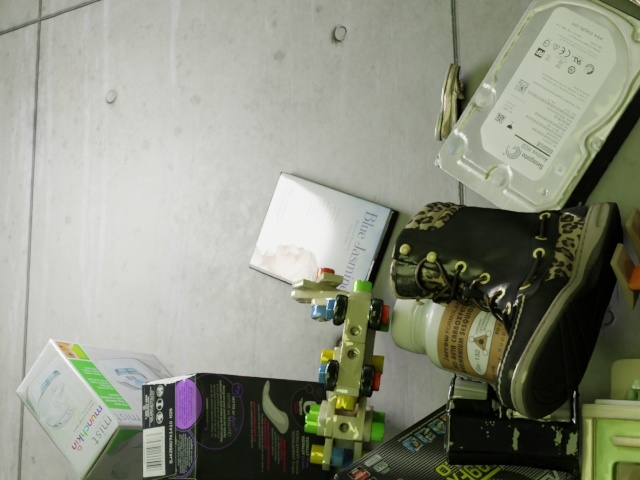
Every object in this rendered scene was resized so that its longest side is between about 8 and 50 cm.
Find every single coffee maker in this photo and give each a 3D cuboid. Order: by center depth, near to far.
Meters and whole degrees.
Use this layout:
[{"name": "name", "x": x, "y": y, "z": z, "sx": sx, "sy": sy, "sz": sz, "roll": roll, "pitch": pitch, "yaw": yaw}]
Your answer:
[{"name": "coffee maker", "x": 0.257, "y": 0.269, "z": 1.544, "sx": 0.178, "sy": 0.120, "sz": 0.171, "roll": 0, "pitch": 58, "yaw": 13}]

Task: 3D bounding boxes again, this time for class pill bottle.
[{"name": "pill bottle", "x": 0.225, "y": 0.136, "z": 1.688, "sx": 0.229, "sy": 0.131, "sz": 0.131, "roll": 13, "pitch": 87, "yaw": 36}]

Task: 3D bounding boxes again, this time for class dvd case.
[{"name": "dvd case", "x": 0.000, "y": 0.000, "z": 1.942, "sx": 0.253, "sy": 0.022, "sz": 0.180, "roll": 21, "pitch": 92, "yaw": 36}]

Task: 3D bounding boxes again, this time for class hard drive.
[{"name": "hard drive", "x": 0.348, "y": -0.200, "z": 1.719, "sx": 0.237, "sy": 0.064, "sz": 0.339, "roll": 39, "pitch": 103, "yaw": 35}]

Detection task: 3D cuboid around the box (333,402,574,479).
[{"name": "box", "x": 0.185, "y": 0.346, "z": 1.597, "sx": 0.216, "sy": 0.270, "sz": 0.060, "roll": 34, "pitch": 135, "yaw": 36}]

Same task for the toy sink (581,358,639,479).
[{"name": "toy sink", "x": 0.434, "y": 0.271, "z": 1.506, "sx": 0.153, "sy": 0.131, "sz": 0.234, "roll": -1, "pitch": 81, "yaw": 34}]

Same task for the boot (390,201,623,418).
[{"name": "boot", "x": 0.229, "y": 0.072, "z": 1.543, "sx": 0.284, "sy": 0.138, "sz": 0.377, "roll": 6, "pitch": 45, "yaw": 29}]

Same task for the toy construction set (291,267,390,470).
[{"name": "toy construction set", "x": 0.040, "y": 0.187, "z": 1.770, "sx": 0.151, "sy": 0.215, "sz": 0.327, "roll": -7, "pitch": 72, "yaw": 0}]

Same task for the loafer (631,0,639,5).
[{"name": "loafer", "x": 0.486, "y": -0.371, "z": 1.642, "sx": 0.102, "sy": 0.092, "sz": 0.268, "roll": -40, "pitch": 40, "yaw": -9}]

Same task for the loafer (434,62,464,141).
[{"name": "loafer", "x": 0.214, "y": -0.219, "z": 1.834, "sx": 0.039, "sy": 0.045, "sz": 0.125, "roll": 12, "pitch": 93, "yaw": 19}]

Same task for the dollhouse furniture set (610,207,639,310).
[{"name": "dollhouse furniture set", "x": 0.492, "y": 0.034, "z": 1.446, "sx": 0.262, "sy": 0.135, "sz": 0.259, "roll": -4, "pitch": 39, "yaw": 38}]

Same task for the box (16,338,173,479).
[{"name": "box", "x": -0.345, "y": 0.299, "z": 1.970, "sx": 0.231, "sy": 0.262, "sz": 0.126, "roll": 41, "pitch": 104, "yaw": 35}]

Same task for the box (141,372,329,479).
[{"name": "box", "x": -0.131, "y": 0.301, "z": 1.803, "sx": 0.143, "sy": 0.270, "sz": 0.165, "roll": -16, "pitch": 70, "yaw": 46}]
